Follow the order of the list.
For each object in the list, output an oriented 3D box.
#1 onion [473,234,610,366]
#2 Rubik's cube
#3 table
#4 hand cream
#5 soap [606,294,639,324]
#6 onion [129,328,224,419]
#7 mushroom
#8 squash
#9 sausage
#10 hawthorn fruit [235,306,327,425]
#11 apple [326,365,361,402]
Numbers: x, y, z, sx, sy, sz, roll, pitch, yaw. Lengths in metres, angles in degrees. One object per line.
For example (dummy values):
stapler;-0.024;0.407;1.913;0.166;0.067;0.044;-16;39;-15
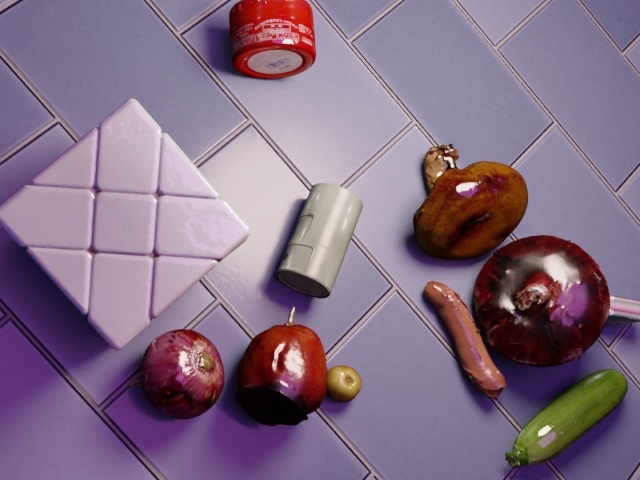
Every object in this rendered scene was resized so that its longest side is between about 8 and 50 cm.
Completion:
onion;0.500;0.128;1.968;0.314;0.232;0.313;-4;70;12
Rubik's cube;-0.350;-0.026;1.599;0.319;0.316;0.322;-42;96;-7
table;0.000;0.000;1.875;0.126;0.126;0.219;28;69;-14
hand cream;-0.105;-0.446;1.906;0.193;0.193;0.125;2;76;-21
soap;0.706;0.170;2.132;0.149;0.100;0.056;10;72;-19
onion;-0.270;0.262;1.696;0.177;0.153;0.177;14;56;-21
mushroom;0.346;-0.080;2.008;0.267;0.267;0.254;32;34;-12
squash;0.586;0.410;2.025;0.395;0.107;0.107;-29;89;-24
sausage;0.331;0.223;1.984;0.078;0.078;0.304;-25;85;-25
hawthorn fruit;-0.078;0.254;1.762;0.190;0.189;0.251;10;60;-19
apple;0.047;0.306;1.851;0.084;0.071;0.083;5;76;-21
